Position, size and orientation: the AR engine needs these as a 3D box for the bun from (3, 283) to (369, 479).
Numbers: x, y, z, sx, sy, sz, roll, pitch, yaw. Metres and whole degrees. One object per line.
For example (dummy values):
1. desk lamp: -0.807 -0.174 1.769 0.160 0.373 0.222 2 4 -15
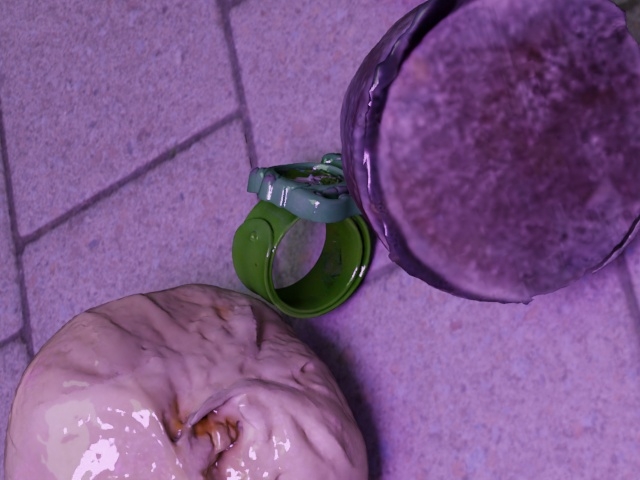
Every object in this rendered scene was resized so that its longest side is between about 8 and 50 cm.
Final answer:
1. bun: -0.121 0.195 1.622 0.213 0.361 0.361 138 129 -56

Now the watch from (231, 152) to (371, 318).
1. watch: 0.000 0.000 1.718 0.131 0.165 0.152 27 117 49

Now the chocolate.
1. chocolate: 0.147 -0.107 1.544 0.303 0.303 0.213 -67 21 5
